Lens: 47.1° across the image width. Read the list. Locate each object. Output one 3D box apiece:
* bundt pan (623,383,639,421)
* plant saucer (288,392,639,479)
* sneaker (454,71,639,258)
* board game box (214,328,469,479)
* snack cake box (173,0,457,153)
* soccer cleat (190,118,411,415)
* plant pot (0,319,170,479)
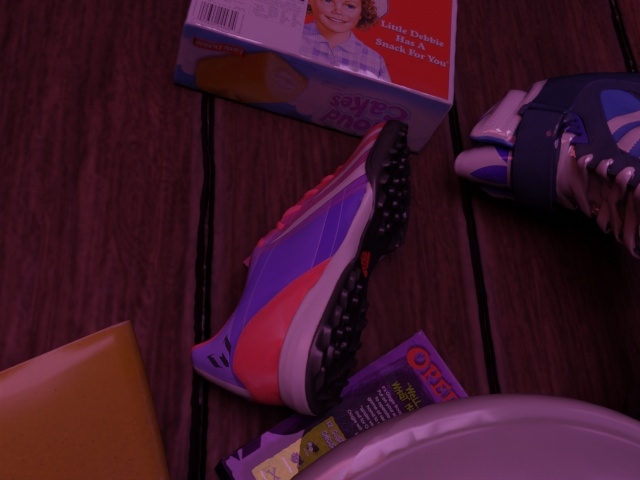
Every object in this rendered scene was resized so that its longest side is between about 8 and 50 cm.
[{"bbox_3d":[0.370,0.225,0.582,0.330,0.124,0.331,5,64,-10],"label":"bundt pan"},{"bbox_3d":[0.108,0.285,0.367,0.400,0.100,0.401,0,90,-12],"label":"plant saucer"},{"bbox_3d":[0.247,-0.046,0.675,0.236,0.130,0.323,-8,39,10],"label":"sneaker"},{"bbox_3d":[0.097,0.263,0.556,0.208,0.056,0.347,-28,75,-24],"label":"board game box"},{"bbox_3d":[0.000,-0.205,0.742,0.264,0.089,0.152,15,58,-11],"label":"snack cake box"},{"bbox_3d":[0.000,0.000,0.633,0.116,0.109,0.318,6,47,21],"label":"soccer cleat"},{"bbox_3d":[-0.188,0.184,0.419,0.212,0.212,0.187,-22,86,-27],"label":"plant pot"}]
